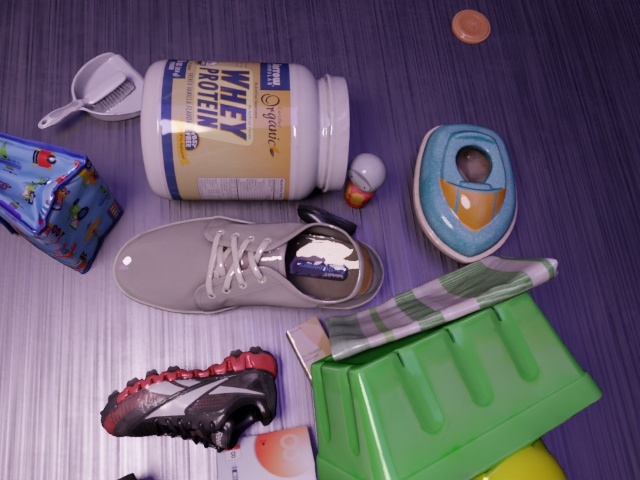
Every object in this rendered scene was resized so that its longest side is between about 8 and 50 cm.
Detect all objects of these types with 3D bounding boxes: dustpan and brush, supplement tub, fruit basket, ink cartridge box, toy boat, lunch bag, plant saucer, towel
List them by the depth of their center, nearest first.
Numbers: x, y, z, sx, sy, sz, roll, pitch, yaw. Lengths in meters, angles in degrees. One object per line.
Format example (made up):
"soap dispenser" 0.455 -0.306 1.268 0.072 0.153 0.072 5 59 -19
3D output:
"fruit basket" 0.202 0.288 0.763 0.391 0.283 0.393 4 80 -21
"ink cartridge box" -0.075 0.367 0.808 0.145 0.045 0.179 -8 37 -8
"towel" 0.164 0.090 0.840 0.324 0.248 0.038 -19 90 -1
"lunch bag" -0.491 -0.091 0.865 0.293 0.221 0.138 25 71 2
"supplement tub" -0.119 -0.180 0.930 0.316 0.228 0.229 0 72 -6
"toy boat" 0.198 -0.095 0.977 0.318 0.148 0.268 1 72 -6
"dustpan and brush" -0.413 -0.256 1.011 0.147 0.060 0.211 44 73 9
"plant saucer" 0.320 -0.455 1.179 0.083 0.013 0.084 2 72 -5

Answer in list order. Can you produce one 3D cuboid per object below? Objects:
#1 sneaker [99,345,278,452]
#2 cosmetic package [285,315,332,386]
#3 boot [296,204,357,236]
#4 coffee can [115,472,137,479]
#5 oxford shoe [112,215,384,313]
"sneaker" -0.189 0.256 0.834 0.275 0.098 0.135 -12 48 -10
"cosmetic package" -0.007 0.190 0.919 0.060 0.041 0.115 -27 77 -13
"boot" 0.000 0.000 0.983 0.121 0.045 0.099 22 77 3
"coffee can" -0.275 0.479 0.711 0.201 0.201 0.275 -28 77 -14
"oxford shoe" -0.122 0.037 0.897 0.448 0.130 0.169 2 80 5
